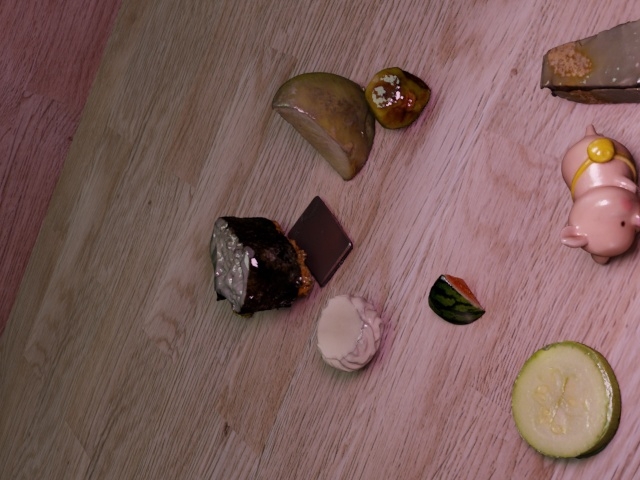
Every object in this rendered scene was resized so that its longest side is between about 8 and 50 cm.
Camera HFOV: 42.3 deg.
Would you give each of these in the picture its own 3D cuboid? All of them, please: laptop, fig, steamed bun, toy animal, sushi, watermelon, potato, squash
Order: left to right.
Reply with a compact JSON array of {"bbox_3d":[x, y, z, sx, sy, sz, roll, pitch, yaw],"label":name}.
[{"bbox_3d":[-0.173,0.071,2.189,0.348,0.207,0.234,52,135,52],"label":"sushi"},{"bbox_3d":[0.000,0.000,2.143,0.154,0.026,0.207,-54,47,21],"label":"laptop"},{"bbox_3d":[0.008,-0.311,2.045,0.112,0.255,0.269,-19,66,45],"label":"potato"},{"bbox_3d":[0.076,0.217,1.937,0.183,0.106,0.183,-14,69,41],"label":"steamed bun"},{"bbox_3d":[0.170,-0.334,1.964,0.154,0.144,0.166,-52,11,-23],"label":"fig"},{"bbox_3d":[0.280,0.119,1.775,0.135,0.125,0.094,-37,21,58],"label":"watermelon"},{"bbox_3d":[0.452,0.296,1.545,0.219,0.041,0.219,-16,67,44],"label":"squash"},{"bbox_3d":[0.511,-0.092,1.506,0.149,0.165,0.248,-17,60,50],"label":"toy animal"}]

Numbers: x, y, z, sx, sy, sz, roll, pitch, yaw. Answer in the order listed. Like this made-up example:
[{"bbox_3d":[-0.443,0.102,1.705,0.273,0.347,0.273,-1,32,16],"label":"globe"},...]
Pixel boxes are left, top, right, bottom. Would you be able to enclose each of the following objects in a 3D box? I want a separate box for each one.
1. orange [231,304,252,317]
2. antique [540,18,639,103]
[{"bbox_3d":[-0.217,0.171,2.305,0.086,0.062,0.086,-21,62,44],"label":"orange"},{"bbox_3d":[0.550,-0.320,1.548,0.284,0.125,0.150,0,78,47],"label":"antique"}]
